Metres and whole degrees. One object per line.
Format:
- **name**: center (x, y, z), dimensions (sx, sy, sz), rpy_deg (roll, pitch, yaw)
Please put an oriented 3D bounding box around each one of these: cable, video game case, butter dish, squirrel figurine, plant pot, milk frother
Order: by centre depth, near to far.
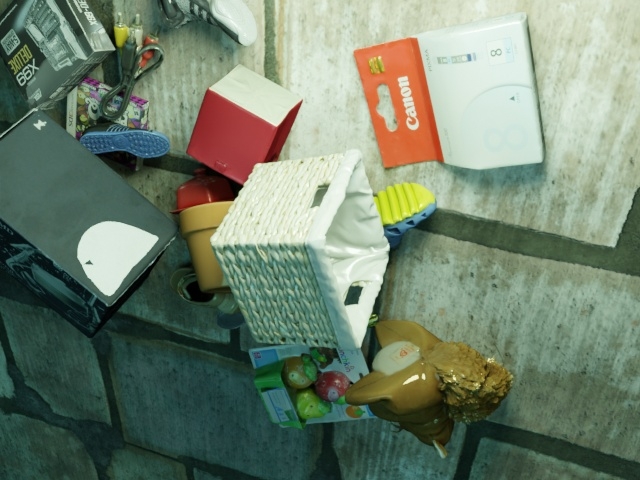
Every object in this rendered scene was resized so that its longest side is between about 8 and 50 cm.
- **cable**: center (-0.478, -0.430, 1.725), dimensions (0.139, 0.072, 0.287), rpy_deg (19, 128, -9)
- **plant pot**: center (-0.216, 0.027, 1.743), dimensions (0.290, 0.291, 0.204), rpy_deg (-8, 79, 27)
- **butter dish**: center (-0.315, -0.137, 1.822), dimensions (0.159, 0.160, 0.118), rpy_deg (-10, 95, 27)
- **squirrel figurine**: center (0.321, 0.433, 1.852), dimensions (0.396, 0.281, 0.371), rpy_deg (-9, 126, 29)
- **video game case**: center (-0.589, -0.326, 1.855), dimensions (0.232, 0.042, 0.210), rpy_deg (23, 127, 6)
- **milk frother**: center (-0.243, 0.164, 1.983), dimensions (0.129, 0.135, 0.143), rpy_deg (1, 133, -17)

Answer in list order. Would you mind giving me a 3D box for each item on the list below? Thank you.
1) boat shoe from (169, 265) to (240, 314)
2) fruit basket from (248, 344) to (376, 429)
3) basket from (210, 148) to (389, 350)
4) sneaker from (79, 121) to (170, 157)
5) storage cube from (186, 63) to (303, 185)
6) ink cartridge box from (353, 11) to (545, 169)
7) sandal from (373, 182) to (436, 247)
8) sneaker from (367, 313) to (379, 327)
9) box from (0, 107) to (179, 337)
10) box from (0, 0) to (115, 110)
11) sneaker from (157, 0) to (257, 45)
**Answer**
- **boat shoe**: center (-0.354, 0.129, 1.951), dimensions (0.110, 0.122, 0.341), rpy_deg (21, 171, -42)
- **fruit basket**: center (-0.015, 0.449, 2.067), dimensions (0.352, 0.165, 0.327), rpy_deg (-7, 119, 22)
- **basket**: center (-0.028, 0.024, 1.506), dimensions (0.266, 0.328, 0.331), rpy_deg (-2, 129, 23)
- **sneaker**: center (-0.514, -0.275, 1.791), dimensions (0.232, 0.090, 0.081), rpy_deg (3, 125, -8)
- **storage cube**: center (-0.184, -0.278, 1.632), dimensions (0.215, 0.184, 0.193), rpy_deg (30, 128, 1)
- **ink cartridge box**: center (0.277, -0.303, 1.485), dimensions (0.384, 0.091, 0.308), rpy_deg (-5, 120, 24)
- **sandal**: center (0.162, -0.037, 1.705), dimensions (0.317, 0.126, 0.138), rpy_deg (-25, 131, 34)
- **sneaker**: center (0.133, 0.241, 1.946), dimensions (0.083, 0.031, 0.035), rpy_deg (-21, 113, 32)
- **box**: center (-0.696, -0.021, 1.851), dimensions (0.480, 0.297, 0.471), rpy_deg (41, 150, -7)
- **box**: center (-0.690, -0.509, 1.716), dimensions (0.307, 0.076, 0.243), rpy_deg (-26, 93, 34)
- **sneaker**: center (-0.271, -0.525, 1.559), dimensions (0.268, 0.101, 0.153), rpy_deg (47, 128, -5)
